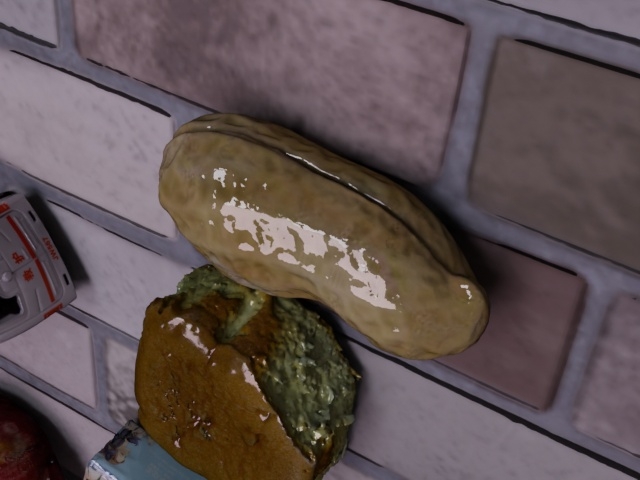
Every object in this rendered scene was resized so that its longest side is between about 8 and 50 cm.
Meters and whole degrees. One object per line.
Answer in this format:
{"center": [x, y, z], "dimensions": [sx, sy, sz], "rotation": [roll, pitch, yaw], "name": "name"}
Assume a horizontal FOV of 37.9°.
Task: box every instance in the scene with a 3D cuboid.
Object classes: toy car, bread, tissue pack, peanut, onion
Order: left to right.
{"center": [-0.267, 0.036, 0.635], "dimensions": [0.209, 0.108, 0.089], "rotation": [-10, 113, 40], "name": "toy car"}
{"center": [-0.287, 0.202, 0.745], "dimensions": [0.150, 0.140, 0.150], "rotation": [25, 126, 40], "name": "onion"}
{"center": [-0.120, 0.188, 0.670], "dimensions": [0.094, 0.059, 0.074], "rotation": [33, 132, 12], "name": "tissue pack"}
{"center": [-0.041, 0.089, 0.536], "dimensions": [0.128, 0.069, 0.140], "rotation": [27, 133, 17], "name": "bread"}
{"center": [0.000, 0.000, 0.440], "dimensions": [0.174, 0.080, 0.080], "rotation": [30, 133, 13], "name": "peanut"}
